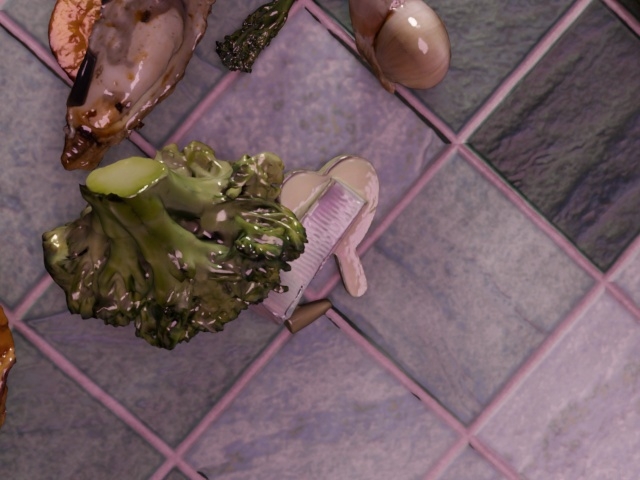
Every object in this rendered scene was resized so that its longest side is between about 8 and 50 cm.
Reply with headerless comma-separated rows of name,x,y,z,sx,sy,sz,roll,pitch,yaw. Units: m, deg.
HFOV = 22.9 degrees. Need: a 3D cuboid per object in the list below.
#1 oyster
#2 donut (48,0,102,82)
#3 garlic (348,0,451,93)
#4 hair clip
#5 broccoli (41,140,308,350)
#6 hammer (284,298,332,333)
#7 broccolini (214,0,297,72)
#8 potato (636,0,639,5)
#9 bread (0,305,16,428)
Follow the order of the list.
oyster,-0.198,-0.221,1.705,0.128,0.078,0.345,25,112,-11
donut,-0.231,-0.228,1.778,0.152,0.058,0.152,-1,98,-8
garlic,0.093,-0.241,1.786,0.099,0.124,0.174,-31,55,-7
hair clip,0.002,0.002,1.824,0.159,0.071,0.218,37,77,-18
broccoli,-0.171,-0.022,1.704,0.288,0.248,0.245,-25,140,-2
hammer,-0.055,0.011,1.845,0.060,0.028,0.195,-31,98,-12
broccolini,-0.029,-0.283,1.817,0.054,0.051,0.239,44,81,-4
potato,0.470,-0.323,1.795,0.270,0.219,0.359,-29,101,-12
bread,-0.514,0.157,1.696,0.398,0.215,0.398,-1,94,-9
